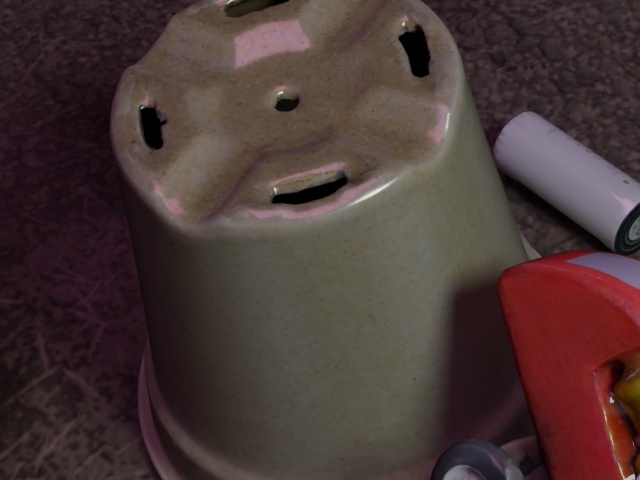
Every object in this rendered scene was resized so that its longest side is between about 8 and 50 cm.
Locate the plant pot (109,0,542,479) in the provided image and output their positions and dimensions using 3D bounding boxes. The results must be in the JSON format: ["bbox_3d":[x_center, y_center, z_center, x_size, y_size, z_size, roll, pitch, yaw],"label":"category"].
[{"bbox_3d":[0.000,0.000,1.104,0.334,0.305,0.333,-7,50,8],"label":"plant pot"}]

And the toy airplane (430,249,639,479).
[{"bbox_3d":[0.267,0.182,0.863,0.384,0.272,0.386,29,34,-15],"label":"toy airplane"}]

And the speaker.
[{"bbox_3d":[0.197,-0.046,1.262,0.055,0.055,0.136,-37,53,-18],"label":"speaker"}]
